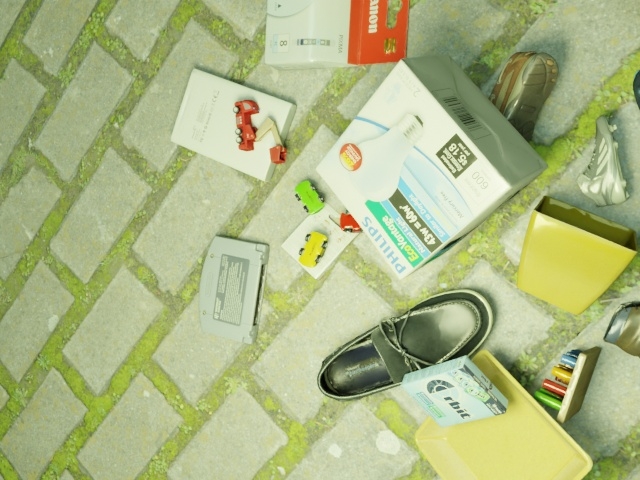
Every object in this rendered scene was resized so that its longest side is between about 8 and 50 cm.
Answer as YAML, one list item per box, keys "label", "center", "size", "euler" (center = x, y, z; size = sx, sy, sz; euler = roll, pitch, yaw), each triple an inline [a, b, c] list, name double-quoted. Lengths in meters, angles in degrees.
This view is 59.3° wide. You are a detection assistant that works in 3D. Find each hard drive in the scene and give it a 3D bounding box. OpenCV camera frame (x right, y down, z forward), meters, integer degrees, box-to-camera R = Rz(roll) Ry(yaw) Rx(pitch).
- label: "hard drive"
  center: [-0.263, -0.343, 1.662]
  size: [0.353, 0.047, 0.232]
  euler: [25, 100, 21]

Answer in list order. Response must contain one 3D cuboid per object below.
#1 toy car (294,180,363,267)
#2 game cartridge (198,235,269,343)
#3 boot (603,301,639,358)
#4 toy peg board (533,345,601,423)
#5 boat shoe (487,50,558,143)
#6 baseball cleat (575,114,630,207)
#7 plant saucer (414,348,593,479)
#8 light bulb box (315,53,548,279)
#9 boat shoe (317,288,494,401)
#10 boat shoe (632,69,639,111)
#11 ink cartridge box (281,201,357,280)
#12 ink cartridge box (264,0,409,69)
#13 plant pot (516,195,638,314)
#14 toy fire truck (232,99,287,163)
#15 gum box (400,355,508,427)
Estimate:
- label: "toy car"
  center: [0.008, -0.065, 1.537]
  size: [0.239, 0.053, 0.225]
  euler: [-33, 72, 2]
- label: "game cartridge"
  center: [-0.263, 0.141, 1.670]
  size: [0.198, 0.062, 0.297]
  euler: [12, 96, 26]
- label: "boot"
  center: [0.714, 0.153, 1.248]
  size: [0.106, 0.082, 0.219]
  euler: [17, 100, 19]
- label: "toy peg board"
  center: [0.559, 0.313, 1.282]
  size: [0.079, 0.161, 0.160]
  euler: [20, 99, 36]
- label: "boat shoe"
  center: [0.441, -0.294, 1.347]
  size: [0.116, 0.123, 0.324]
  euler: [50, 122, 49]
- label: "baseball cleat"
  center: [0.631, -0.178, 1.282]
  size: [0.110, 0.072, 0.205]
  euler: [-14, 82, 29]
- label: "plant saucer"
  center: [0.420, 0.482, 1.313]
  size: [0.332, 0.081, 0.332]
  euler: [51, 122, 39]
- label: "light bulb box"
  center: [0.240, -0.167, 1.297]
  size: [0.357, 0.225, 0.361]
  euler: [53, 133, 13]
- label: "boat shoe"
  center: [0.203, 0.280, 1.426]
  size: [0.500, 0.156, 0.186]
  euler: [-28, 79, 19]
- label: "boat shoe"
  center: [0.748, -0.258, 1.220]
  size: [0.109, 0.089, 0.258]
  euler: [-33, 79, 20]
- label: "ink cartridge box"
  center: [0.000, 0.000, 1.574]
  size: [0.145, 0.045, 0.179]
  euler: [43, 88, 17]
- label: "ink cartridge box"
  center: [0.039, -0.627, 1.507]
  size: [0.385, 0.091, 0.307]
  euler: [4, 93, 24]
- label: "plant pot"
  center: [0.553, 0.038, 1.258]
  size: [0.212, 0.212, 0.187]
  euler: [26, 114, 20]
- label: "toy fire truck"
  center: [-0.169, -0.305, 1.573]
  size: [0.135, 0.047, 0.191]
  euler: [-6, 88, 22]
- label: "gum box"
  center: [0.305, 0.351, 1.295]
  size: [0.157, 0.041, 0.184]
  euler: [47, 134, -12]
